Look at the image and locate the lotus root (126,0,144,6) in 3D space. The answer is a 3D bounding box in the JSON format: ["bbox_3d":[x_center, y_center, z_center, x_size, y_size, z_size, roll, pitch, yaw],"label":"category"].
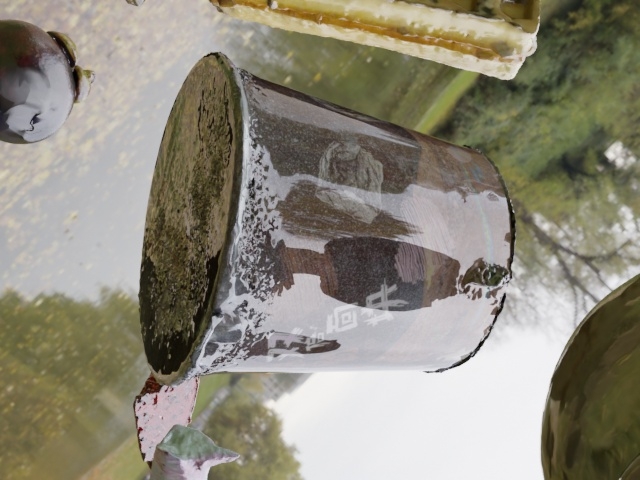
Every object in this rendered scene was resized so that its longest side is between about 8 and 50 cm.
[{"bbox_3d":[-0.287,-0.373,0.940,0.183,0.183,0.310,-46,158,10],"label":"lotus root"}]

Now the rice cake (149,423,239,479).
[{"bbox_3d":[-0.146,0.289,0.833,0.290,0.081,0.051,108,-1,-45],"label":"rice cake"}]

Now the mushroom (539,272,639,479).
[{"bbox_3d":[0.202,0.119,0.343,0.243,0.243,0.243,-46,178,-2],"label":"mushroom"}]

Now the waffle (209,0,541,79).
[{"bbox_3d":[0.074,-0.342,0.885,0.114,0.376,0.261,95,10,-70],"label":"waffle"}]

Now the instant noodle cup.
[{"bbox_3d":[0.000,0.000,0.537,0.217,0.207,0.217,-32,-126,58],"label":"instant noodle cup"}]

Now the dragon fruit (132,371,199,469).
[{"bbox_3d":[-0.208,0.226,1.015,0.097,0.063,0.131,-19,118,-37],"label":"dragon fruit"}]

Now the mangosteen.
[{"bbox_3d":[-0.464,-0.258,1.250,0.230,0.194,0.194,-36,171,-48],"label":"mangosteen"}]
